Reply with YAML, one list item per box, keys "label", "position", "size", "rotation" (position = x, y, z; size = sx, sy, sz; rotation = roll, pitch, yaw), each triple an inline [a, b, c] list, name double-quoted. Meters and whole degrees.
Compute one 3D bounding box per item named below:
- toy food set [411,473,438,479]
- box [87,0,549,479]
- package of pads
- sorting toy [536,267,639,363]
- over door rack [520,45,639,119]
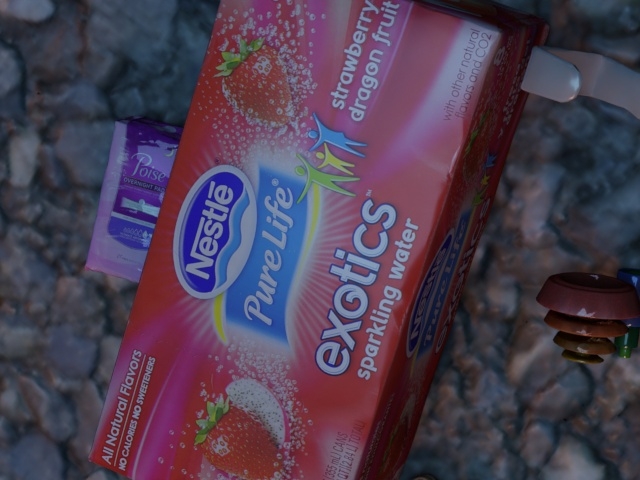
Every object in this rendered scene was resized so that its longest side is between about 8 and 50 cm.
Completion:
- label: "toy food set"
  position: [0.082, 0.157, 0.903]
  size: [0.122, 0.019, 0.078]
  rotation: [33, 106, 18]
- label: "box"
  position: [0.000, 0.000, 0.848]
  size: [0.128, 0.122, 0.257]
  rotation: [21, 104, 14]
- label: "package of pads"
  position: [-0.086, -0.018, 0.919]
  size: [0.050, 0.032, 0.083]
  rotation: [17, 103, 11]
- label: "sorting toy"
  position: [0.148, 0.039, 0.842]
  size: [0.102, 0.061, 0.042]
  rotation: [5, 101, -3]
- label: "over door rack"
  position: [0.279, -0.124, 0.760]
  size: [0.324, 0.108, 0.239]
  rotation: [23, 105, 23]
